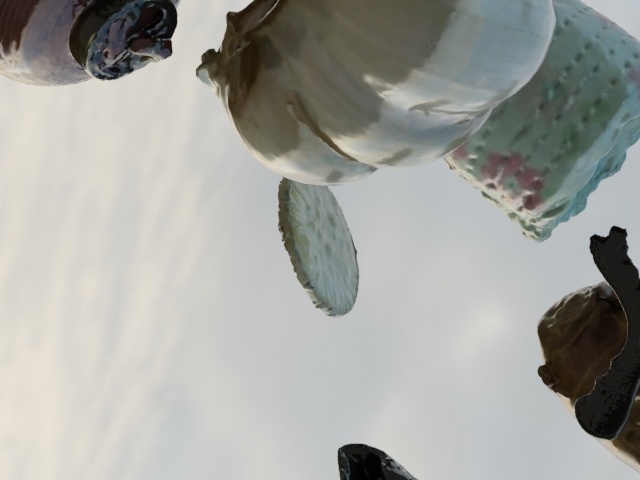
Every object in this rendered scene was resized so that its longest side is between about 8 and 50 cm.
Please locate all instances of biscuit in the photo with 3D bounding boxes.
[{"bbox_3d":[0.000,0.000,1.594,0.020,0.152,0.152,-17,-125,21],"label":"biscuit"}]

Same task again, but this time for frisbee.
[{"bbox_3d":[0.291,0.076,1.586,0.211,0.012,0.187,-36,-109,37],"label":"frisbee"}]

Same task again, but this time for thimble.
[{"bbox_3d":[0.217,-0.115,1.619,0.211,0.149,0.185,-54,169,9],"label":"thimble"}]

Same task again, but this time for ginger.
[{"bbox_3d":[0.418,0.180,1.762,0.418,0.254,0.176,30,-74,23],"label":"ginger"}]

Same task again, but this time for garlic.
[{"bbox_3d":[0.062,-0.139,1.171,0.185,0.203,0.281,54,-53,46],"label":"garlic"}]

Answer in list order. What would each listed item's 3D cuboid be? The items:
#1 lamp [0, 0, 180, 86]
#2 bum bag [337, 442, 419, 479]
[{"bbox_3d":[-0.190,-0.211,1.163,0.258,0.180,0.180,48,-63,27],"label":"lamp"},{"bbox_3d":[0.113,0.277,1.417,0.340,0.095,0.144,20,-59,54],"label":"bum bag"}]
